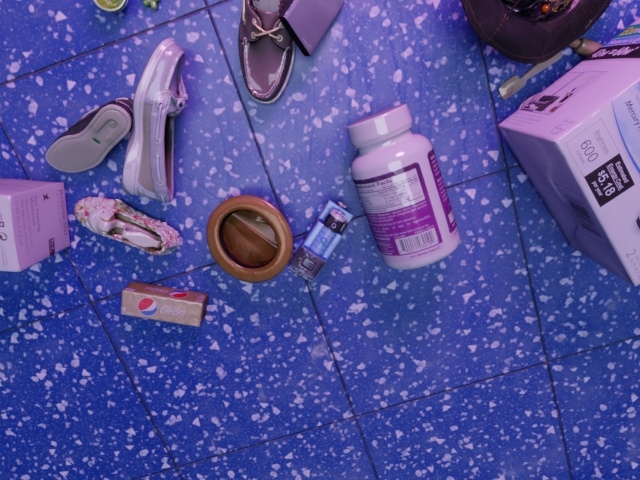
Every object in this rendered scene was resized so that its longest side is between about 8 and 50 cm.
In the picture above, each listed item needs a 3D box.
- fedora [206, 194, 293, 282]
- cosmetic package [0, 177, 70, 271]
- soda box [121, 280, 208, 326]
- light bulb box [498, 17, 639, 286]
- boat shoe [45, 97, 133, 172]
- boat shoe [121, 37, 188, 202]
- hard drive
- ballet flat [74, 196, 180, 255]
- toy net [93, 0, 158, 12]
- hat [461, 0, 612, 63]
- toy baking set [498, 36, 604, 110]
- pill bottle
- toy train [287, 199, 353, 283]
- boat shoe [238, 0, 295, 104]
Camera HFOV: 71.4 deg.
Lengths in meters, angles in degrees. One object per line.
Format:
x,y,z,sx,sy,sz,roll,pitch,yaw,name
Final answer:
-0.148,-0.007,0.967,0.194,0.079,0.195,1,100,5,fedora
-0.636,-0.038,0.906,0.151,0.184,0.152,3,106,-1,cosmetic package
-0.356,0.146,1.026,0.181,0.058,0.062,10,106,-3,soda box
0.611,-0.179,0.837,0.361,0.225,0.358,-38,110,10,light bulb box
-0.469,-0.215,0.920,0.232,0.079,0.084,-27,130,20,boat shoe
-0.316,-0.231,0.893,0.102,0.118,0.321,17,109,-11,boat shoe
-0.015,-0.430,0.830,0.135,0.022,0.094,-60,141,-9,hard drive
-0.425,-0.032,0.965,0.240,0.077,0.091,18,106,-5,ballet flat
-0.383,-0.554,0.831,0.121,0.045,0.233,-8,106,2,toy net
0.371,-0.500,0.806,0.330,0.134,0.332,-6,121,-10,hat
0.509,-0.313,0.913,0.256,0.030,0.197,23,105,-7,toy baking set
0.160,-0.108,0.899,0.169,0.169,0.302,-20,105,5,pill bottle
0.000,0.000,0.961,0.080,0.105,0.184,32,104,-9,toy train
-0.096,-0.427,0.842,0.116,0.097,0.325,10,106,-3,boat shoe
